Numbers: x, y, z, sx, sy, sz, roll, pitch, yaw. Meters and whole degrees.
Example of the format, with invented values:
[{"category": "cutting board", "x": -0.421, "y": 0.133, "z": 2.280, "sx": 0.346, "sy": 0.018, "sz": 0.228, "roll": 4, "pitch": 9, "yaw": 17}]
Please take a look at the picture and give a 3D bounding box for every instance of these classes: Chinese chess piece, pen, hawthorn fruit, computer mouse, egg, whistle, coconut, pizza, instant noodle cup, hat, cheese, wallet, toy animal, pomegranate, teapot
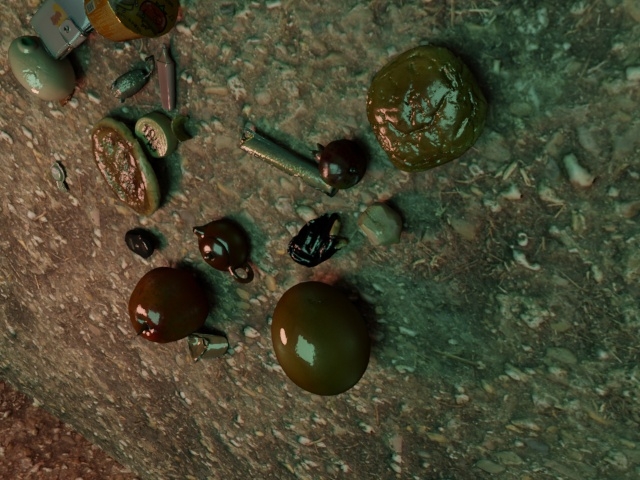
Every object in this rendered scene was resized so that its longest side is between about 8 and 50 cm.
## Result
[{"category": "Chinese chess piece", "x": -0.519, "y": -0.331, "z": 1.783, "sx": 0.144, "sy": 0.058, "sz": 0.144, "roll": 16, "pitch": 125, "yaw": 24}, {"category": "pen", "x": -0.456, "y": -0.485, "z": 1.673, "sx": 0.053, "sy": 0.032, "sz": 0.197, "roll": 23, "pitch": 129, "yaw": 20}, {"category": "hawthorn fruit", "x": -0.554, "y": 0.242, "z": 1.983, "sx": 0.276, "sy": 0.298, "sz": 0.277, "roll": 13, "pitch": 124, "yaw": 21}, {"category": "computer mouse", "x": -0.658, "y": 0.007, "z": 2.073, "sx": 0.172, "sy": 0.057, "sz": 0.099, "roll": 15, "pitch": 126, "yaw": 39}, {"category": "egg", "x": 0.000, "y": 0.289, "z": 1.669, "sx": 0.282, "sy": 0.282, "sz": 0.351, "roll": -11, "pitch": 104, "yaw": 36}, {"category": "whistle", "x": -0.090, "y": -0.220, "z": 1.577, "sx": 0.326, "sy": 0.057, "sz": 0.068, "roll": 31, "pitch": 126, "yaw": 14}, {"category": "coconut", "x": 0.162, "y": -0.035, "z": 1.491, "sx": 0.124, "sy": 0.110, "sz": 0.110, "roll": 46, "pitch": 131, "yaw": 7}, {"category": "pizza", "x": -0.884, "y": -0.503, "z": 1.939, "sx": 0.100, "sy": 0.029, "sz": 0.099, "roll": 38, "pitch": 138, "yaw": 11}, {"category": "instant noodle cup", "x": -0.520, "y": -0.637, "z": 1.520, "sx": 0.172, "sy": 0.215, "sz": 0.216, "roll": 0, "pitch": 117, "yaw": 42}, {"category": "hat", "x": -0.432, "y": 0.386, "z": 2.150, "sx": 0.175, "sy": 0.085, "sz": 0.147, "roll": -1, "pitch": 114, "yaw": 7}, {"category": "cheese", "x": -0.426, "y": -0.346, "z": 1.720, "sx": 0.041, "sy": 0.060, "sz": 0.084, "roll": 12, "pitch": 115, "yaw": 27}, {"category": "wallet", "x": -0.767, "y": -0.675, "z": 1.716, "sx": 0.231, "sy": 0.069, "sz": 0.170, "roll": -29, "pitch": 97, "yaw": 26}, {"category": "toy animal", "x": -0.553, "y": -0.489, "z": 1.700, "sx": 0.252, "sy": 0.079, "sz": 0.070, "roll": -17, "pitch": 128, "yaw": 39}, {"category": "pomegranate", "x": 0.048, "y": -0.211, "z": 1.464, "sx": 0.129, "sy": 0.129, "sz": 0.159, "roll": -57, "pitch": 49, "yaw": 40}, {"category": "teapot", "x": -0.315, "y": 0.044, "z": 1.824, "sx": 0.252, "sy": 0.135, "sz": 0.178, "roll": 50, "pitch": 135, "yaw": -1}, {"category": "cheese", "x": -1.001, "y": -0.243, "z": 2.160, "sx": 0.067, "sy": 0.026, "sz": 0.121, "roll": 17, "pitch": 125, "yaw": 24}]

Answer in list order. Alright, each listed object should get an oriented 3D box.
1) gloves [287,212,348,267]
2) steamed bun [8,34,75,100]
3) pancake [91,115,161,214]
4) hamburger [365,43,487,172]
[{"category": "gloves", "x": -0.003, "y": 0.000, "z": 1.618, "sx": 0.129, "sy": 0.106, "sz": 0.181, "roll": 46, "pitch": 135, "yaw": 4}, {"category": "steamed bun", "x": -0.884, "y": -0.564, "z": 1.805, "sx": 0.130, "sy": 0.177, "sz": 0.228, "roll": -40, "pitch": 85, "yaw": 30}, {"category": "pancake", "x": -0.656, "y": -0.247, "z": 1.899, "sx": 0.356, "sy": 0.065, "sz": 0.356, "roll": 24, "pitch": 130, "yaw": 32}, {"category": "hamburger", "x": 0.230, "y": -0.294, "z": 1.282, "sx": 0.284, "sy": 0.134, "sz": 0.266, "roll": -26, "pitch": 103, "yaw": 37}]
